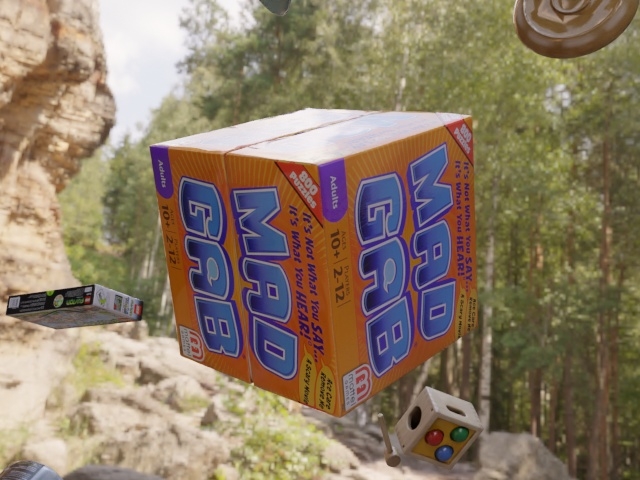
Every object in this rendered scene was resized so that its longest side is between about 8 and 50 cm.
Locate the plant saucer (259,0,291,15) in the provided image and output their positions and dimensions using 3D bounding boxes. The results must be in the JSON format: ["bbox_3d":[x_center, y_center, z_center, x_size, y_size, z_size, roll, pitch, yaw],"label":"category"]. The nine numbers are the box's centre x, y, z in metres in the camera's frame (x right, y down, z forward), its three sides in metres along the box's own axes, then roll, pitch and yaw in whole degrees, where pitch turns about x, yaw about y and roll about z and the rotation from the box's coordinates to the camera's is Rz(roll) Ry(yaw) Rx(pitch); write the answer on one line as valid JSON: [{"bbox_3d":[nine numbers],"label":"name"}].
[{"bbox_3d":[-0.085,-0.433,1.173,0.037,0.195,0.195,-32,-9,-13],"label":"plant saucer"}]

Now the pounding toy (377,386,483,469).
[{"bbox_3d":[0.208,0.422,1.669,0.181,0.206,0.094,24,23,-22],"label":"pounding toy"}]

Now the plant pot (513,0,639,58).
[{"bbox_3d":[0.481,-0.457,1.498,0.236,0.237,0.032,-3,-22,27],"label":"plant pot"}]

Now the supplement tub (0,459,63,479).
[{"bbox_3d":[-0.426,0.391,1.038,0.116,0.117,0.190,0,23,19],"label":"supplement tub"}]

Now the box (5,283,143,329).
[{"bbox_3d":[-0.413,0.114,1.322,0.206,0.036,0.114,-9,-23,30],"label":"box"}]

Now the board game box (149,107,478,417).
[{"bbox_3d":[0.000,0.000,1.243,0.356,0.357,0.356,11,24,42],"label":"board game box"}]
